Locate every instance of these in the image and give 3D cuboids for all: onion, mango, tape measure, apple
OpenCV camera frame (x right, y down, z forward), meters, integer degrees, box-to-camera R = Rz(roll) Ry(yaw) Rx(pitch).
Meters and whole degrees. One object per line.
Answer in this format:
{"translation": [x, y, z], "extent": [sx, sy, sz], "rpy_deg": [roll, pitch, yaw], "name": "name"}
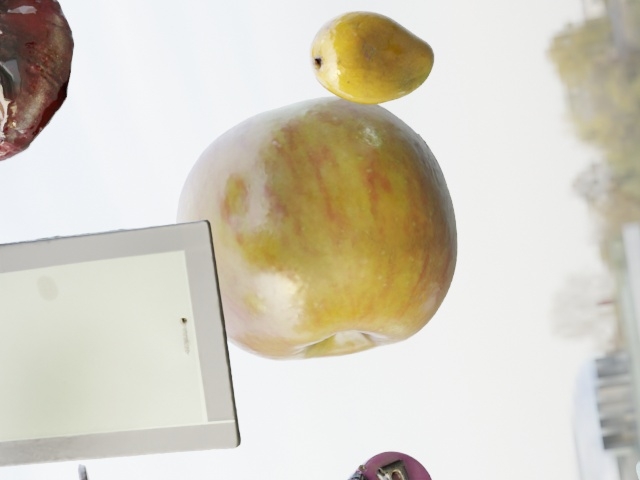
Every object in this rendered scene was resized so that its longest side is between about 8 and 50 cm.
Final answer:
{"translation": [-0.432, -0.220, 2.096], "extent": [0.195, 0.272, 0.272], "rpy_deg": [22, -122, -57], "name": "onion"}
{"translation": [0.059, -0.198, 1.926], "extent": [0.187, 0.066, 0.101], "rpy_deg": [2, -92, -43], "name": "mango"}
{"translation": [0.091, 0.334, 2.259], "extent": [0.125, 0.118, 0.074], "rpy_deg": [59, 146, 15], "name": "tape measure"}
{"translation": [0.000, 0.000, 2.402], "extent": [0.400, 0.400, 0.334], "rpy_deg": [62, -174, -61], "name": "apple"}

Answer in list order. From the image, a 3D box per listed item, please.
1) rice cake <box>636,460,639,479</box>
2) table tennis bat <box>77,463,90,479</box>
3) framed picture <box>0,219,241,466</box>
{"translation": [0.398, 0.172, 1.606], "extent": [0.336, 0.066, 0.063], "rpy_deg": [-50, 55, 56], "name": "rice cake"}
{"translation": [-0.284, 0.382, 2.266], "extent": [0.301, 0.022, 0.173], "rpy_deg": [101, 156, -70], "name": "table tennis bat"}
{"translation": [-0.271, 0.123, 2.018], "extent": [0.016, 0.347, 0.265], "rpy_deg": [-27, -71, -76], "name": "framed picture"}
